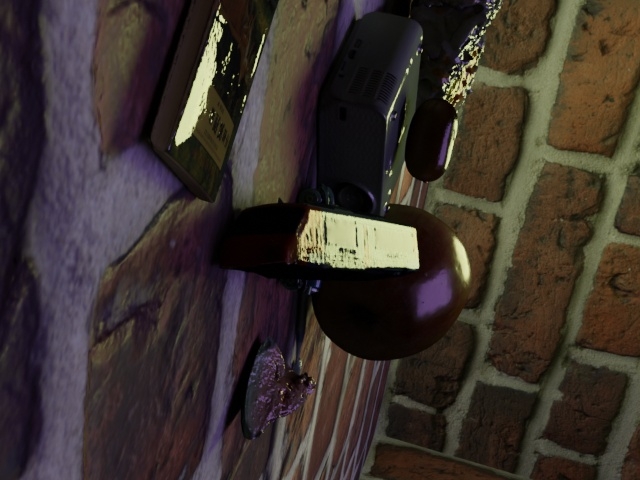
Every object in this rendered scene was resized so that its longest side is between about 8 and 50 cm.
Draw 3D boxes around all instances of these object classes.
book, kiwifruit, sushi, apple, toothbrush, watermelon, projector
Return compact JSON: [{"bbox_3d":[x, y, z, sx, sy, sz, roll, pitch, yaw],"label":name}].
[{"bbox_3d":[-0.077,-0.156,0.673,0.160,0.024,0.228,64,41,-77],"label":"book"},{"bbox_3d":[0.160,-0.145,1.205,0.075,0.075,0.124,-16,115,-78],"label":"kiwifruit"},{"bbox_3d":[0.204,-0.330,1.504,0.417,0.176,0.417,21,90,-84],"label":"sushi"},{"bbox_3d":[0.110,0.072,1.325,0.234,0.257,0.256,-60,161,-54],"label":"apple"},{"bbox_3d":[-0.030,0.141,1.319,0.019,0.016,0.219,-65,165,-50],"label":"toothbrush"},{"bbox_3d":[-0.068,0.189,1.073,0.155,0.080,0.101,-44,141,-41],"label":"watermelon"},{"bbox_3d":[0.075,-0.170,1.207,0.250,0.108,0.198,91,18,-52],"label":"projector"}]

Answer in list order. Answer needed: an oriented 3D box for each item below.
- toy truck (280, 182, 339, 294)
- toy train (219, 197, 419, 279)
[{"bbox_3d":[0.000,0.001,1.130,0.080,0.078,0.154,3,101,-81],"label":"toy truck"},{"bbox_3d":[0.014,0.002,0.984,0.409,0.086,0.089,9,79,-65],"label":"toy train"}]
